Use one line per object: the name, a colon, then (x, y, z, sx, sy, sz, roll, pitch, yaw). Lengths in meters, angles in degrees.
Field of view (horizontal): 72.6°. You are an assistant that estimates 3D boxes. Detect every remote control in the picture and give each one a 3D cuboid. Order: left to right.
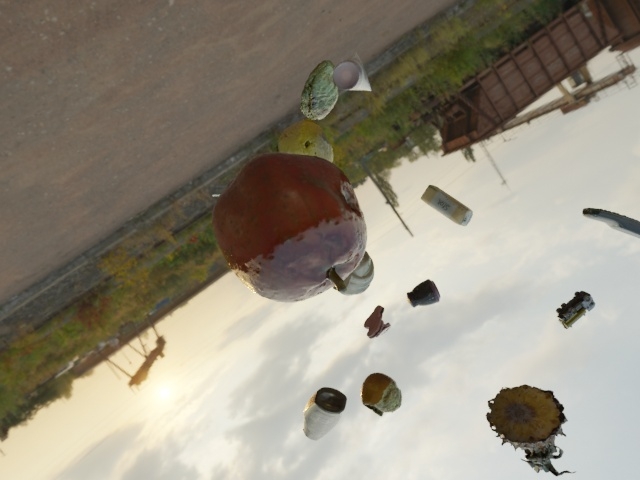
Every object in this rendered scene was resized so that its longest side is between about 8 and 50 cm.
remote control: (0.881, -0.051, 1.278, 0.072, 0.221, 0.042, -106, -144, -88)

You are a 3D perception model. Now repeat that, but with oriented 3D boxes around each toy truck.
toy truck: (0.802, 0.219, 1.373, 0.123, 0.063, 0.052, -42, -167, 2)

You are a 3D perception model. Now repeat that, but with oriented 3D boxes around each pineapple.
pineapple: (0.742, 0.681, 1.512, 0.262, 0.272, 0.262, -24, -157, 11)

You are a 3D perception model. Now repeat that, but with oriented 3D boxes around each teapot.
teapot: (0.466, 0.246, 2.015, 0.146, 0.116, 0.148, -24, -164, 5)

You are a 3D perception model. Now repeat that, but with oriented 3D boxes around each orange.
orange: (0.211, 0.539, 1.524, 0.134, 0.156, 0.156, -47, -172, -13)

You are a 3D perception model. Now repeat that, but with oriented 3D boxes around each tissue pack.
tissue pack: (0.566, -0.151, 1.937, 0.090, 0.222, 0.186, -56, 160, 13)

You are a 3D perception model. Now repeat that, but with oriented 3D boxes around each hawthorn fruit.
hawthorn fruit: (-0.045, -0.016, 0.807, 0.275, 0.300, 0.275, -29, 152, -17)

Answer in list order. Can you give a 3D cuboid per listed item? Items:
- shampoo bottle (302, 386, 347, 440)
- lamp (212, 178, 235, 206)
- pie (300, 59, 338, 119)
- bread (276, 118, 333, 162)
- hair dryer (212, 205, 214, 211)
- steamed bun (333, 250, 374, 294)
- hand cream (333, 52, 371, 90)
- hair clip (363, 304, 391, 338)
shampoo bottle: (0.000, 0.629, 1.559, 0.350, 0.125, 0.084, 107, 2, -49)
lamp: (-0.341, -0.194, 1.915, 0.247, 0.247, 0.301, -8, 171, -23)
pie: (0.005, -0.585, 1.744, 0.201, 0.090, 0.248, -45, 159, -12)
bread: (-0.052, -0.347, 1.625, 0.170, 0.197, 0.197, -14, -164, 30)
hair dryer: (-0.344, -0.155, 1.669, 0.067, 0.199, 0.167, 7, -176, 25)
steamed bun: (0.107, 0.095, 1.410, 0.106, 0.183, 0.183, 7, 168, -22)
hand cream: (0.114, -0.526, 1.385, 0.083, 0.133, 0.248, -17, -162, 25)
hair clip: (0.226, 0.345, 1.809, 0.123, 0.102, 0.138, -55, 159, 21)
